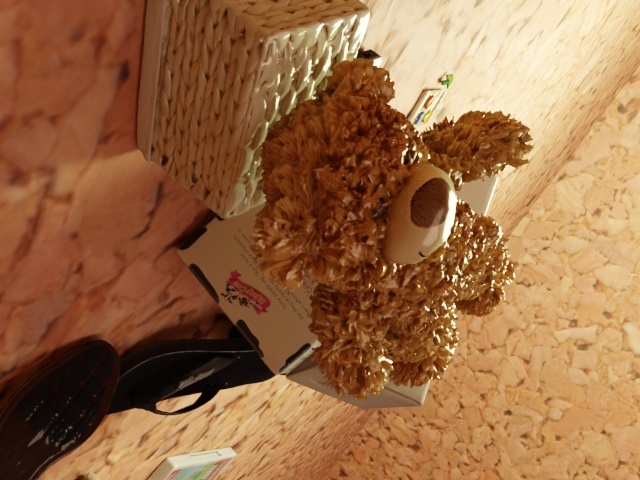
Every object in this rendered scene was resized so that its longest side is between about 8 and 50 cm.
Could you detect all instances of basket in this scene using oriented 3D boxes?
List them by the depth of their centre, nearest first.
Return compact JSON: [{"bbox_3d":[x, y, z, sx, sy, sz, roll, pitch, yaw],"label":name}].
[{"bbox_3d":[-0.050,-0.112,0.464,0.113,0.103,0.167,-31,155,-40],"label":"basket"}]

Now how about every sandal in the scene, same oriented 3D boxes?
[{"bbox_3d":[-0.139,0.159,0.768,0.255,0.054,0.097,-6,136,-34],"label":"sandal"}]

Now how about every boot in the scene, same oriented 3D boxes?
[{"bbox_3d":[-0.278,0.182,0.600,0.106,0.082,0.219,-20,-152,42],"label":"boot"}]

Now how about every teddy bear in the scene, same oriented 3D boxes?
[{"bbox_3d":[0.079,0.017,0.514,0.245,0.113,0.338,-34,141,-15],"label":"teddy bear"}]

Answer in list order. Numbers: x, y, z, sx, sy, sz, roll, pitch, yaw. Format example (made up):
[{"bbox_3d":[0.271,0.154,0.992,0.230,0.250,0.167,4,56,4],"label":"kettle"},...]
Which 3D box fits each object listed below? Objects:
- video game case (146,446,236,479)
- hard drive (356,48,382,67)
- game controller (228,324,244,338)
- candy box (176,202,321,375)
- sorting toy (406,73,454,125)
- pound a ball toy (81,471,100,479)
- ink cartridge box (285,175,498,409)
[{"bbox_3d":[-0.274,0.465,1.187,0.204,0.025,0.285,-48,160,-1],"label":"video game case"},{"bbox_3d":[0.000,-0.133,0.654,0.135,0.022,0.094,-31,154,-40],"label":"hard drive"},{"bbox_3d":[-0.037,0.056,0.864,0.166,0.067,0.319,-25,150,-49],"label":"game controller"},{"bbox_3d":[0.000,0.000,0.654,0.233,0.159,0.071,-39,167,-4],"label":"candy box"},{"bbox_3d":[0.151,-0.189,0.887,0.062,0.012,0.083,-19,145,-54],"label":"sorting toy"},{"bbox_3d":[-0.363,0.479,0.855,0.208,0.136,0.319,-29,152,-44],"label":"pound a ball toy"},{"bbox_3d":[0.080,0.052,0.805,0.289,0.122,0.211,-67,-174,-19],"label":"ink cartridge box"}]
